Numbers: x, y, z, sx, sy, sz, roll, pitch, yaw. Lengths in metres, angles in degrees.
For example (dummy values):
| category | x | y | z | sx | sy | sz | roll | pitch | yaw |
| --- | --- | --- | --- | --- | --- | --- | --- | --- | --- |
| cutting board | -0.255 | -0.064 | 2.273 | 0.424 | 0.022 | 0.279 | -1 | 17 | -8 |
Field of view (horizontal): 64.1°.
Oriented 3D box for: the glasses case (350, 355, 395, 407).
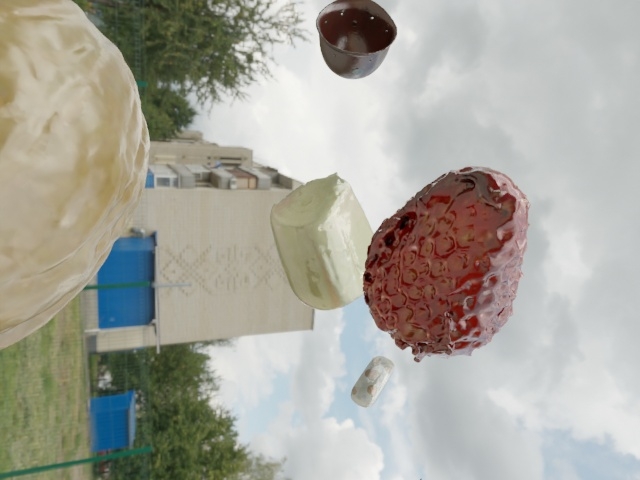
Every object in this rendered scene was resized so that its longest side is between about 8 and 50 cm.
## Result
| category | x | y | z | sx | sy | sz | roll | pitch | yaw |
| --- | --- | --- | --- | --- | --- | --- | --- | --- | --- |
| glasses case | 0.130 | 0.343 | 1.252 | 0.063 | 0.164 | 0.041 | 24 | -54 | 20 |

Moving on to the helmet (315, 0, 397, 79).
| category | x | y | z | sx | sy | sz | roll | pitch | yaw |
| --- | --- | --- | --- | --- | --- | --- | --- | --- | --- |
| helmet | 0.062 | -0.380 | 0.992 | 0.106 | 0.155 | 0.175 | 102 | -13 | -60 |

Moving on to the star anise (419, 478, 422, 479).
| category | x | y | z | sx | sy | sz | roll | pitch | yaw |
| --- | --- | --- | --- | --- | --- | --- | --- | --- | --- |
| star anise | 0.075 | 0.278 | 0.401 | 0.070 | 0.190 | 0.097 | 26 | -57 | 20 |

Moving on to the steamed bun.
| category | x | y | z | sx | sy | sz | roll | pitch | yaw |
| --- | --- | --- | --- | --- | --- | --- | --- | --- | --- |
| steamed bun | 0.000 | 0.000 | 0.956 | 0.170 | 0.200 | 0.226 | 1 | -61 | 39 |

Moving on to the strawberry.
| category | x | y | z | sx | sy | sz | roll | pitch | yaw |
| --- | --- | --- | --- | --- | --- | --- | --- | --- | --- |
| strawberry | 0.154 | 0.017 | 0.603 | 0.244 | 0.205 | 0.205 | 108 | -28 | -52 |

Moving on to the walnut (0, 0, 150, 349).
| category | x | y | z | sx | sy | sz | roll | pitch | yaw |
| --- | --- | --- | --- | --- | --- | --- | --- | --- | --- |
| walnut | -0.281 | -0.051 | 0.383 | 0.252 | 0.277 | 0.313 | 92 | 14 | -53 |
